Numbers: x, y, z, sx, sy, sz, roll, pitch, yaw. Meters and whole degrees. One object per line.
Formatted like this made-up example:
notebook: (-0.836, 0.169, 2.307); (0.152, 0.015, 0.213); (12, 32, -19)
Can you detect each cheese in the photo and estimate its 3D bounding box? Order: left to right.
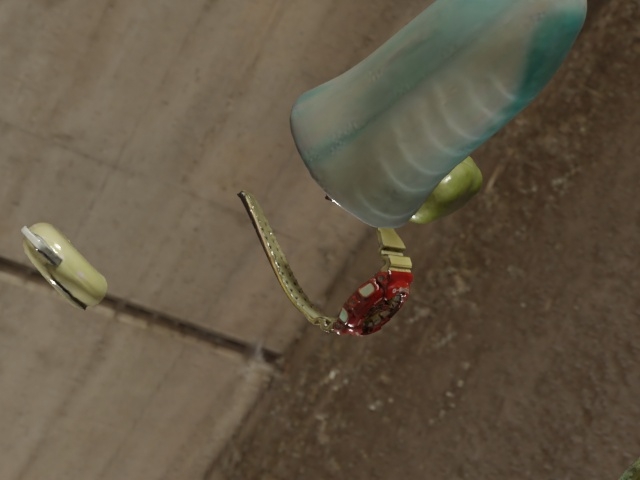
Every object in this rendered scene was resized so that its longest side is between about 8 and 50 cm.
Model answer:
cheese: (-0.326, 0.019, 1.471); (0.054, 0.127, 0.251); (-43, -6, -8)

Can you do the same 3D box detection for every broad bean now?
broad bean: (0.180, -0.079, 1.830); (0.124, 0.174, 0.082); (-43, 78, 34)

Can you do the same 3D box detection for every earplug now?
earplug: (0.139, -0.175, 1.255); (0.324, 0.185, 0.185); (-40, 37, 32)

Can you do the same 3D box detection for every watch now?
watch: (0.007, 0.002, 1.578); (0.165, 0.102, 0.268); (-40, 66, 22)

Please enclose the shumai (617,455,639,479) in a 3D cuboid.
shumai: (0.399, 0.259, 1.162); (0.292, 0.289, 0.329); (102, 179, -79)
